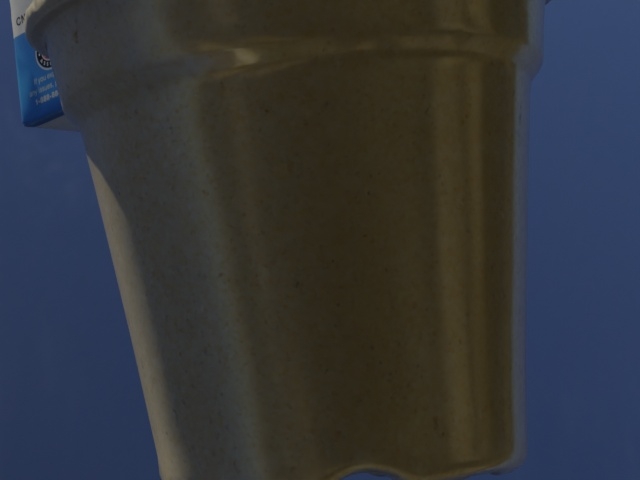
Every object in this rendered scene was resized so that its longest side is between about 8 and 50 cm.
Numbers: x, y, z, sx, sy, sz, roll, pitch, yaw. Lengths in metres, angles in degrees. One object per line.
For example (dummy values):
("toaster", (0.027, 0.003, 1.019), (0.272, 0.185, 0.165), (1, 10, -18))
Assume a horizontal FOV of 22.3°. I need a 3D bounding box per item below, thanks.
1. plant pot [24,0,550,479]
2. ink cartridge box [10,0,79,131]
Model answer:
("plant pot", (0.000, 0.000, 0.998), (0.334, 0.334, 0.305), (-2, -98, -35))
("ink cartridge box", (-0.167, -0.326, 1.576), (0.166, 0.285, 0.394), (2, -104, -46))
